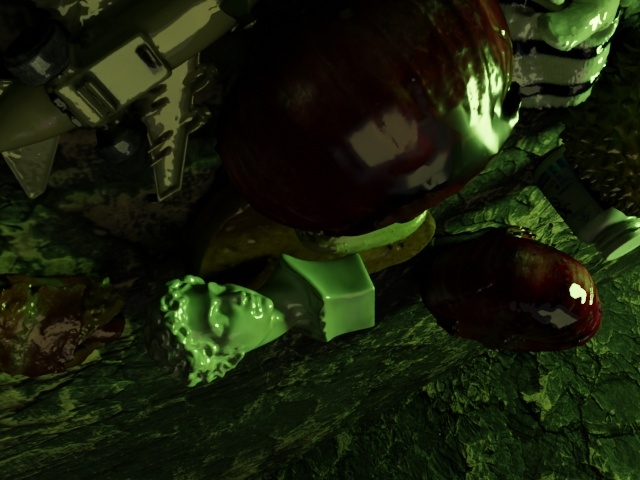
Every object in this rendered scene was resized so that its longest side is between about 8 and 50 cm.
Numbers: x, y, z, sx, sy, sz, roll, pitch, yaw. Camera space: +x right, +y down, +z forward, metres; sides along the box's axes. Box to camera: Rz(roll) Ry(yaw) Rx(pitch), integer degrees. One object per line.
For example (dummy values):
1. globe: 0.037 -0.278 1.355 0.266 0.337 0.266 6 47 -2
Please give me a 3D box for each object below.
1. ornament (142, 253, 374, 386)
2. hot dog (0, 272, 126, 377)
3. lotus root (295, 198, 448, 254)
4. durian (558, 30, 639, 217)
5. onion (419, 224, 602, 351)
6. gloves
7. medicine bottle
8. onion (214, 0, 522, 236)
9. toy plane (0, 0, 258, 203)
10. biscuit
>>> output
1. ornament: -0.067 0.087 0.614 0.285 0.120 0.130 -8 125 -28
2. hot dog: -0.326 0.097 0.561 0.213 0.103 0.146 -1 144 -38
3. lotus root: 0.056 -0.038 0.556 0.183 0.077 0.090 -16 133 -20
4. durian: 0.471 -0.162 0.660 0.292 0.258 0.258 -20 153 -24
5. onion: 0.386 0.085 1.037 0.347 0.286 0.348 14 156 7
6. gloves: 0.188 -0.212 0.443 0.131 0.140 0.219 -42 141 -11
7. medicine bottle: 0.460 -0.066 0.859 0.107 0.192 0.107 -20 152 -11
8. onion: 0.040 -0.103 0.410 0.246 0.190 0.246 -27 -166 7
9. toy plane: -0.138 -0.127 0.346 0.256 0.104 0.242 -24 138 10
10. biscuit: 0.000 0.000 0.708 0.381 0.074 0.359 -5 146 -37
